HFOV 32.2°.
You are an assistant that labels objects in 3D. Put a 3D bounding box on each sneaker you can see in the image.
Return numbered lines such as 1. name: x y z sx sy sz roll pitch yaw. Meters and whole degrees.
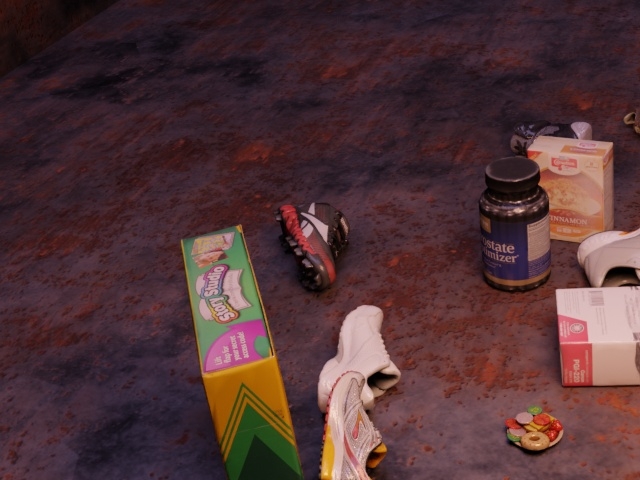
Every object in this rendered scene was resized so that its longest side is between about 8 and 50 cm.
1. sneaker: 0.050 0.289 1.603 0.093 0.088 0.225 4 49 3
2. sneaker: 0.719 -0.241 2.402 0.071 0.066 0.188 -25 24 5
3. sneaker: 0.576 0.021 1.899 0.262 0.099 0.121 -27 37 21
4. sneaker: 0.458 -0.179 2.316 0.153 0.101 0.268 10 28 31
5. sneaker: 0.000 -0.001 2.117 0.135 0.097 0.276 -15 28 -7
6. sneaker: 0.078 0.196 1.779 0.115 0.090 0.232 8 42 16

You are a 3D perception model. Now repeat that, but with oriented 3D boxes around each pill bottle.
1. pill bottle: 0.342 -0.030 1.951 0.123 0.219 0.122 -7 29 4

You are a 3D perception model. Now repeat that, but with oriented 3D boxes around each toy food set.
1. toy food set: 0.312 0.276 1.621 0.083 0.020 0.083 -27 34 -29

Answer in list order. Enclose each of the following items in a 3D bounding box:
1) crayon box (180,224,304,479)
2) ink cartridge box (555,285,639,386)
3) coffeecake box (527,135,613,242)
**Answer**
1. crayon box: -0.107 0.201 1.571 0.106 0.313 0.363 -12 30 -6
2. ink cartridge box: 0.483 0.147 1.732 0.218 0.092 0.158 -4 29 12
3. coffeecake box: 0.466 -0.093 2.065 0.142 0.185 0.068 9 34 29
